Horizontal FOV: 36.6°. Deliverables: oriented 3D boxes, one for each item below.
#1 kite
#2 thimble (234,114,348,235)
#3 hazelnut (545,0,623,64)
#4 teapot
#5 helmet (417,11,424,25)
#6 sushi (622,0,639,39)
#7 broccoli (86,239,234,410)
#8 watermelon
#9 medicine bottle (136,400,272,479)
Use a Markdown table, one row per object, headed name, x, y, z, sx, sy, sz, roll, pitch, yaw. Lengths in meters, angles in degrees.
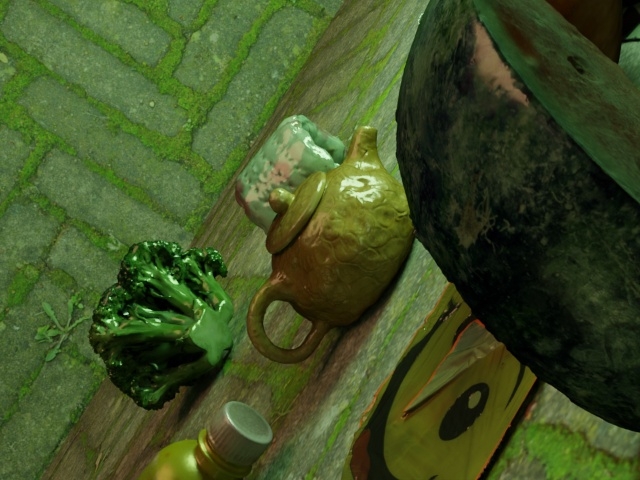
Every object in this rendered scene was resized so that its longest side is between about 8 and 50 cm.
| name | x | y | z | sx | sy | sz | roll | pitch | yaw |
| --- | --- | --- | --- | --- | --- | --- | --- | --- | --- |
| kite | 0.114 | 0.121 | 0.819 | 0.327 | 0.013 | 0.377 | -45 | 16 | 37 |
| thimble | -0.010 | -0.070 | 1.385 | 0.149 | 0.185 | 0.211 | -51 | -21 | 14 |
| hazelnut | 0.189 | -0.184 | 0.912 | 0.212 | 0.181 | 0.181 | -82 | -6 | -85 |
| teapot | 0.000 | 0.000 | 1.177 | 0.311 | 0.167 | 0.203 | -59 | 14 | -11 |
| helmet | 0.217 | -0.277 | 1.216 | 0.153 | 0.107 | 0.177 | -48 | 34 | 21 |
| sushi | 0.355 | -0.326 | 0.925 | 0.294 | 0.059 | 0.292 | -56 | 13 | 0 |
| broccoli | -0.262 | 0.148 | 1.678 | 0.245 | 0.265 | 0.294 | -6 | 75 | 41 |
| watermelon | 0.155 | -0.024 | 0.571 | 0.226 | 0.318 | 0.148 | -11 | -31 | -44 |
| medicine bottle | -0.140 | 0.282 | 1.105 | 0.212 | 0.122 | 0.122 | -52 | 14 | 17 |
